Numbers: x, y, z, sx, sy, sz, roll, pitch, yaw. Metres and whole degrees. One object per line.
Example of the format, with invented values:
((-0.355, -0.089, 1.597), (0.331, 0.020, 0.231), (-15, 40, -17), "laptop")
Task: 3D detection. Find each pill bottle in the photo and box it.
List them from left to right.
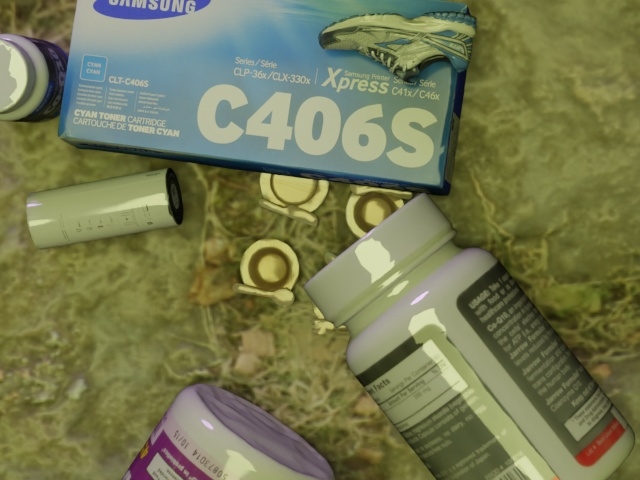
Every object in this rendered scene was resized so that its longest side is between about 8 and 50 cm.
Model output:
((-0.272, -0.145, 1.737), (0.078, 0.137, 0.078), (0, 93, 9), "pill bottle")
((-0.130, 0.291, 1.720), (0.169, 0.169, 0.301), (34, 97, 6), "pill bottle")
((0.125, 0.109, 1.673), (0.161, 0.161, 0.283), (-38, 88, 8), "pill bottle")

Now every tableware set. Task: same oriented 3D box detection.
((0.000, 0.000, 1.762), (0.141, 0.020, 0.169), (16, 95, 7), "tableware set")

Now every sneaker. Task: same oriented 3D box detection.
((0.065, -0.163, 1.649), (0.135, 0.052, 0.058), (-1, 89, 8), "sneaker")

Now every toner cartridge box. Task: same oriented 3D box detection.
((-0.048, -0.144, 1.726), (0.347, 0.075, 0.165), (7, 85, 8), "toner cartridge box")

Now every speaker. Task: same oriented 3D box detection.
((-0.198, -0.028, 1.773), (0.136, 0.055, 0.055), (-10, 91, 9), "speaker")
